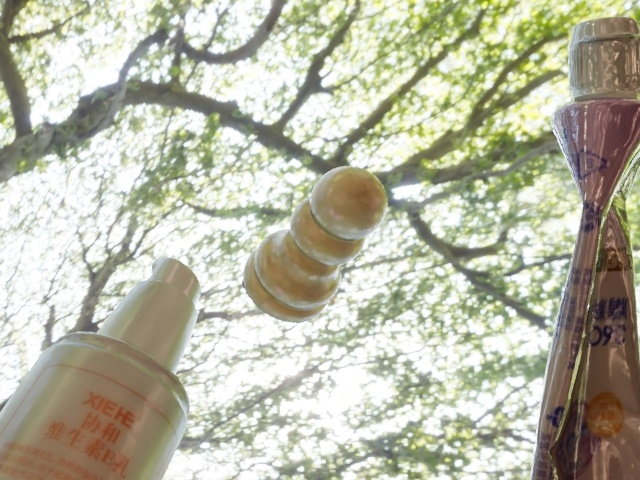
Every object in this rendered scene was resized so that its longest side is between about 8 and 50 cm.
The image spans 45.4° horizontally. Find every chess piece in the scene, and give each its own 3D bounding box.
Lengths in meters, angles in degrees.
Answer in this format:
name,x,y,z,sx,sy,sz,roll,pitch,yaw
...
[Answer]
name,x,y,z,sx,sy,sz,roll,pitch,yaw
chess piece,0.000,0.000,0.718,0.094,0.170,0.094,17,-131,-20

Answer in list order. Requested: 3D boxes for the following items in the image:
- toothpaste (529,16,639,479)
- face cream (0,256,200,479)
name,x,y,z,sx,sy,sz,roll,pitch,yaw
toothpaste,0.124,0.054,0.340,0.075,0.048,0.300,-1,-88,-31
face cream,-0.132,0.108,0.449,0.101,0.101,0.251,39,-133,-17
